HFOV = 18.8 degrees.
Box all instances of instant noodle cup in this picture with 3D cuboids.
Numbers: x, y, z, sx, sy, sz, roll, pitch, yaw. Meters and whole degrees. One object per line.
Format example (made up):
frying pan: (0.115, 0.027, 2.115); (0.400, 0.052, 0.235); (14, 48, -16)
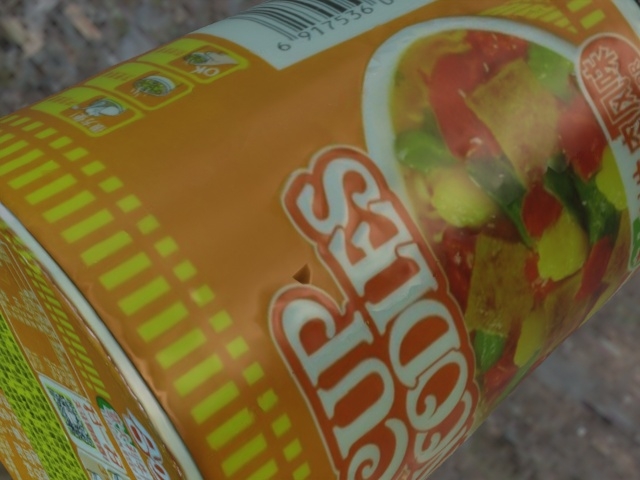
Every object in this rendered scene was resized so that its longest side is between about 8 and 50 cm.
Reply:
instant noodle cup: (0.000, 0.000, 0.529); (0.168, 0.185, 0.168); (44, 154, 28)
